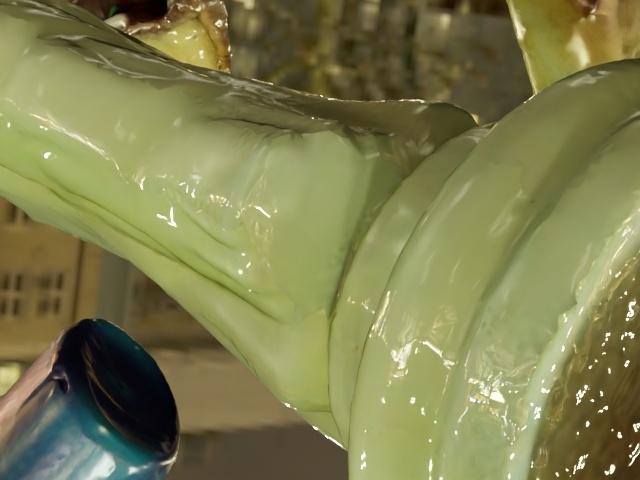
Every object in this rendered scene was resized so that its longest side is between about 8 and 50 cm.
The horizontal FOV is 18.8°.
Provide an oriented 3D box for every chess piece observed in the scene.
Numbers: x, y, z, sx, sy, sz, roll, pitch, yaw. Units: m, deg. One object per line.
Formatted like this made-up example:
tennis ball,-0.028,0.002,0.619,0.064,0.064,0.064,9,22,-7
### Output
chess piece,0.000,0.000,0.591,0.298,0.176,0.175,25,-161,40

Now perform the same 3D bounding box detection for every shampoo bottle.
shampoo bottle,-0.118,0.106,0.585,0.050,0.183,0.087,41,-168,-16

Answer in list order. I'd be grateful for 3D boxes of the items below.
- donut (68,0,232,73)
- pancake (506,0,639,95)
donut,-0.132,-0.234,1.240,0.136,0.259,0.345,-8,150,-8
pancake,0.200,-0.237,0.811,0.305,0.427,0.067,46,161,-28
